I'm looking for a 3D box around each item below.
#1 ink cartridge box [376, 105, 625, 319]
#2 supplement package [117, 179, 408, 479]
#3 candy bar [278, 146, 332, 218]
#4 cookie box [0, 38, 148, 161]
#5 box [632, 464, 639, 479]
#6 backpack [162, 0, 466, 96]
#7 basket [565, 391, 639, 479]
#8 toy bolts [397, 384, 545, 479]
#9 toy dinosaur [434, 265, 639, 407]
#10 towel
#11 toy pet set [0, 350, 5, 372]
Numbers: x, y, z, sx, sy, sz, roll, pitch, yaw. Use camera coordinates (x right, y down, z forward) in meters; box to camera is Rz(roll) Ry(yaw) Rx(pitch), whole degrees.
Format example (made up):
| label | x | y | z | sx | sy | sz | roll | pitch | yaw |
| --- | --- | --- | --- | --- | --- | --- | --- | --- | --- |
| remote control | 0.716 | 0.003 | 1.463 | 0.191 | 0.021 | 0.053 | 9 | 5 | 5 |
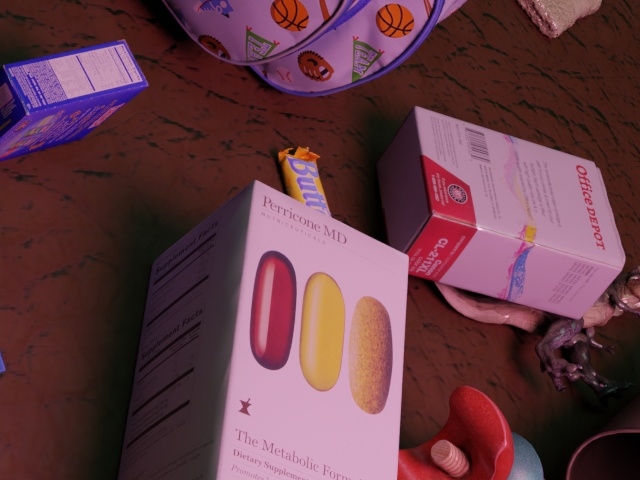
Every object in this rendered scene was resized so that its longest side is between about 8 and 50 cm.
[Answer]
| label | x | y | z | sx | sy | sz | roll | pitch | yaw |
| --- | --- | --- | --- | --- | --- | --- | --- | --- | --- |
| ink cartridge box | 0.143 | -0.020 | 1.325 | 0.175 | 0.072 | 0.127 | 16 | 41 | -20 |
| supplement package | -0.038 | 0.109 | 1.084 | 0.139 | 0.134 | 0.244 | 25 | 50 | -27 |
| candy bar | 0.000 | 0.000 | 1.269 | 0.040 | 0.018 | 0.161 | 2 | 64 | -40 |
| cookie box | -0.186 | -0.092 | 1.114 | 0.107 | 0.092 | 0.040 | -20 | 82 | -46 |
| box | 0.309 | 0.259 | 1.353 | 0.191 | 0.045 | 0.184 | 44 | 42 | -9 |
| backpack | -0.008 | -0.246 | 1.252 | 0.263 | 0.276 | 0.213 | 49 | 48 | -14 |
| basket | 0.319 | 0.164 | 1.288 | 0.204 | 0.154 | 0.227 | 39 | 40 | 4 |
| toy bolts | 0.133 | 0.241 | 1.162 | 0.158 | 0.218 | 0.228 | 39 | 16 | -48 |
| toy dinosaur | 0.202 | 0.073 | 1.367 | 0.268 | 0.064 | 0.118 | 2 | 53 | -35 |
| towel | 0.208 | -0.272 | 1.607 | 0.148 | 0.027 | 0.110 | 54 | 44 | 0 |
| toy pet set | -0.258 | 0.061 | 0.999 | 0.114 | 0.065 | 0.122 | -19 | 72 | -9 |
